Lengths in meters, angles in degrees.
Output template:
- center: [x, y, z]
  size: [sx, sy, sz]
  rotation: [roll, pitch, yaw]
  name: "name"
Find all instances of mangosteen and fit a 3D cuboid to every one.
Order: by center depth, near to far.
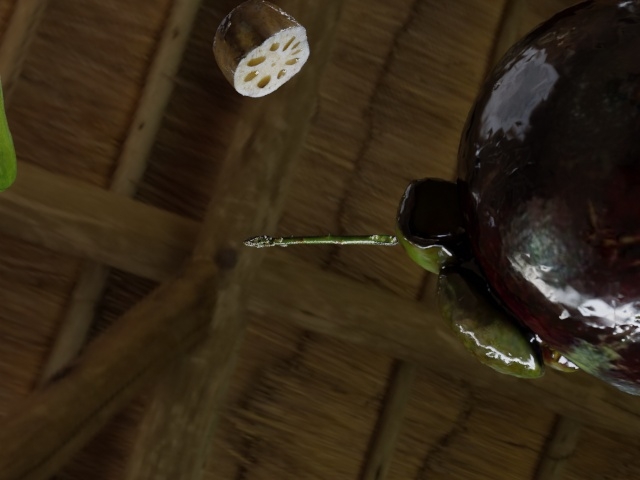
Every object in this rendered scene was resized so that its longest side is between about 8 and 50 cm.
- center: [0.205, -0.022, 0.717]
  size: [0.288, 0.288, 0.288]
  rotation: [-12, -114, 27]
  name: "mangosteen"

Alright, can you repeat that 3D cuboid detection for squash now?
- center: [-0.405, -0.150, 1.305]
  size: [0.069, 0.258, 0.069]
  rotation: [2, -135, -2]
  name: "squash"

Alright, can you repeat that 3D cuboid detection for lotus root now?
- center: [-0.081, -0.242, 1.394]
  size: [0.112, 0.122, 0.081]
  rotation: [-42, -108, -12]
  name: "lotus root"

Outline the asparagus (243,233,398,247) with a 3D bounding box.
- center: [0.000, 0.000, 1.173]
  size: [0.166, 0.013, 0.016]
  rotation: [0, -153, 3]
  name: "asparagus"
